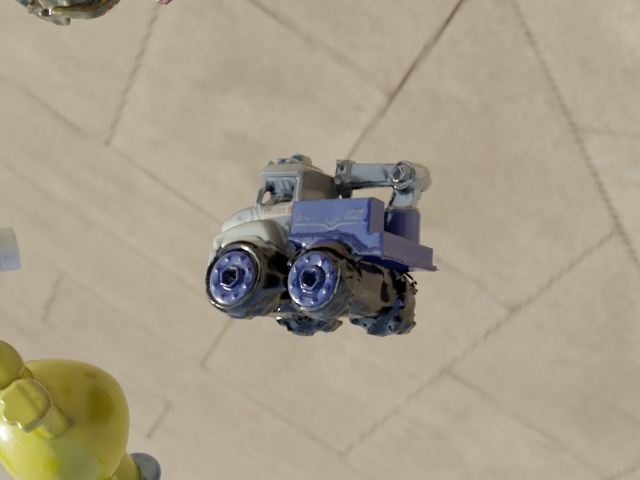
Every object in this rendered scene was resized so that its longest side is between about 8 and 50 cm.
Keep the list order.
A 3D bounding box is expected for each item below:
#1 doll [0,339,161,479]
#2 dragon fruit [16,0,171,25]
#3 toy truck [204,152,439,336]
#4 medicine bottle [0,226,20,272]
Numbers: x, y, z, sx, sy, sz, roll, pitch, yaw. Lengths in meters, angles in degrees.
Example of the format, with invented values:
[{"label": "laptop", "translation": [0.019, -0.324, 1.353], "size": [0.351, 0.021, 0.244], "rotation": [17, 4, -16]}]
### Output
[{"label": "doll", "translation": [-0.259, 0.201, 1.823], "size": [0.199, 0.145, 0.363], "rotation": [51, 173, 26]}, {"label": "dragon fruit", "translation": [-0.120, -0.294, 1.106], "size": [0.277, 0.342, 0.277], "rotation": [17, 129, 22]}, {"label": "toy truck", "translation": [0.000, 0.000, 1.727], "size": [0.213, 0.177, 0.161], "rotation": [-1, 170, 32]}, {"label": "medicine bottle", "translation": [-0.426, 0.017, 2.205], "size": [0.057, 0.089, 0.057], "rotation": [168, 90, -73]}]
